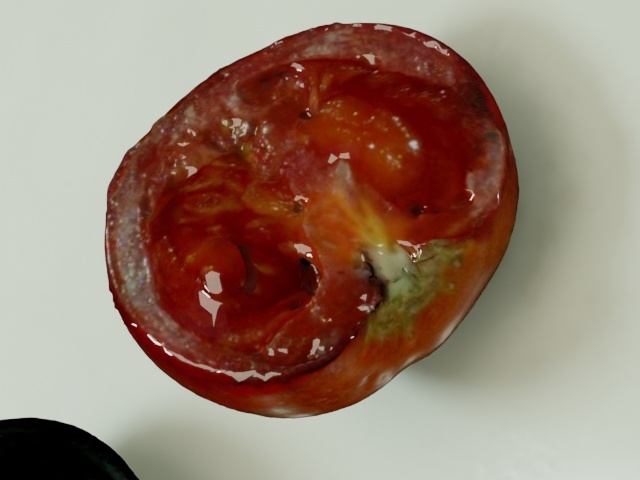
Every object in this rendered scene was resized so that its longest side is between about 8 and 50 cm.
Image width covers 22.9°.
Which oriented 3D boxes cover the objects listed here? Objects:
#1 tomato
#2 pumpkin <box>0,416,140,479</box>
[{"bbox_3d":[0.000,0.000,0.883,0.233,0.139,0.200,-37,57,-9],"label":"tomato"},{"bbox_3d":[-0.191,0.244,0.982,0.248,0.248,0.248,-12,72,43],"label":"pumpkin"}]
